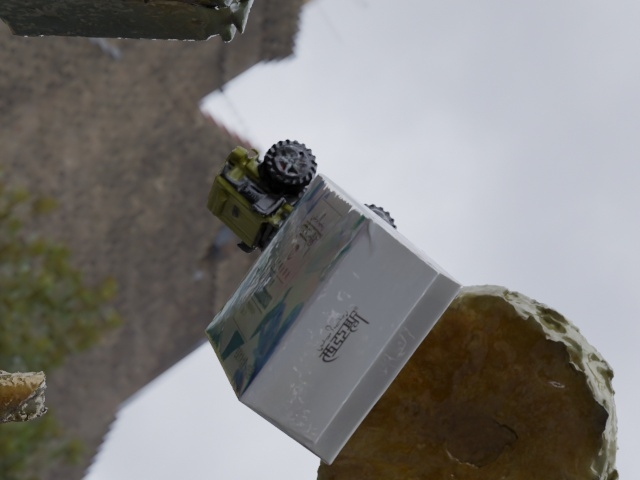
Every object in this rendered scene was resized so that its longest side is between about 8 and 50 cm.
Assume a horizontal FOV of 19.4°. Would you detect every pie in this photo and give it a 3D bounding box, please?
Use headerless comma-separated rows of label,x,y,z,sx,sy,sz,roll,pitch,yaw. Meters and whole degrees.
pie,0.142,0.203,1.885,0.339,0.339,0.083,41,6,26

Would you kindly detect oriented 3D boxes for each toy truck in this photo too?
toy truck,0.000,0.000,2.138,0.286,0.111,0.136,36,-31,7

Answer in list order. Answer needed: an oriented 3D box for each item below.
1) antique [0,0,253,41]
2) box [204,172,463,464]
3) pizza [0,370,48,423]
antique,-0.208,-0.285,1.962,0.284,0.150,0.125,11,-16,14
box,0.004,0.066,1.759,0.116,0.203,0.274,37,3,-14
pizza,-0.395,0.142,1.737,0.161,0.305,0.085,-6,90,-78
